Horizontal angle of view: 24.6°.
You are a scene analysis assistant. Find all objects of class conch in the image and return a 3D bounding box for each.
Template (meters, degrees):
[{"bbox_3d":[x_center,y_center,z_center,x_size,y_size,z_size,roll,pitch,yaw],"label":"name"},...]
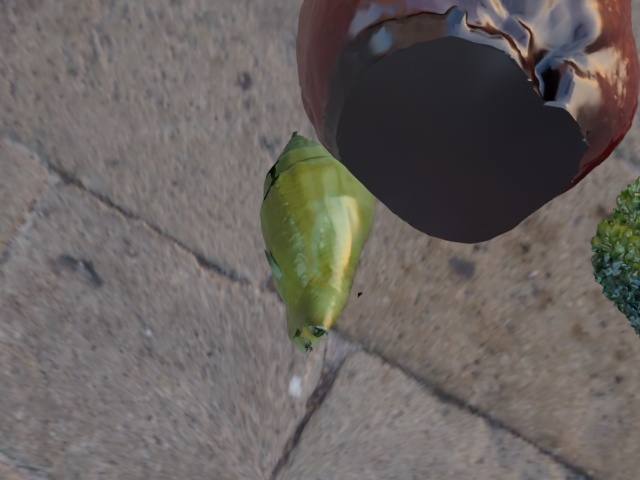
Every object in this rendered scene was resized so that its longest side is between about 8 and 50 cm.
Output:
[{"bbox_3d":[-0.003,-0.003,1.010,0.079,0.095,0.201,5,56,0],"label":"conch"}]

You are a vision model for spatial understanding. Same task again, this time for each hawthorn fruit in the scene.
[{"bbox_3d":[0.070,-0.113,0.816,0.189,0.251,0.190,-5,113,-11],"label":"hawthorn fruit"}]

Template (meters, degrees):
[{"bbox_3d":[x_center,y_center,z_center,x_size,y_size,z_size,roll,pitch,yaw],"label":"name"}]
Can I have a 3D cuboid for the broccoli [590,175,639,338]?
[{"bbox_3d":[0.298,0.002,1.002,0.219,0.194,0.194,10,80,11],"label":"broccoli"}]
